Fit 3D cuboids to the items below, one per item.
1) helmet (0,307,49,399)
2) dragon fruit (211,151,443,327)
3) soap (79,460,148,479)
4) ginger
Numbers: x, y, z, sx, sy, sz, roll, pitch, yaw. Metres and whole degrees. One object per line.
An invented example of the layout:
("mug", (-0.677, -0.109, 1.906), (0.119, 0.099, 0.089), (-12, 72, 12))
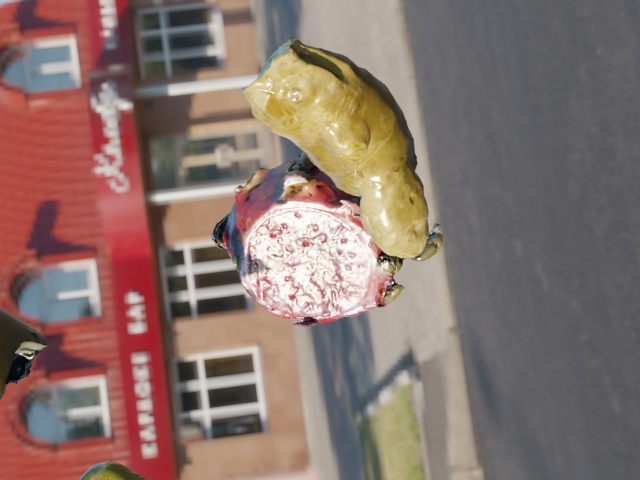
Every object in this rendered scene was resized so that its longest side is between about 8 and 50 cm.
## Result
("helmet", (-0.372, 0.139, 1.309), (0.198, 0.130, 0.224), (-48, 2, 44))
("dragon fruit", (0.000, 0.000, 1.648), (0.147, 0.282, 0.211), (-52, -35, -74))
("soap", (-0.211, 0.298, 1.509), (0.089, 0.140, 0.045), (-56, -27, -19))
("ginger", (0.022, -0.082, 0.994), (0.205, 0.081, 0.115), (53, -136, -40))
